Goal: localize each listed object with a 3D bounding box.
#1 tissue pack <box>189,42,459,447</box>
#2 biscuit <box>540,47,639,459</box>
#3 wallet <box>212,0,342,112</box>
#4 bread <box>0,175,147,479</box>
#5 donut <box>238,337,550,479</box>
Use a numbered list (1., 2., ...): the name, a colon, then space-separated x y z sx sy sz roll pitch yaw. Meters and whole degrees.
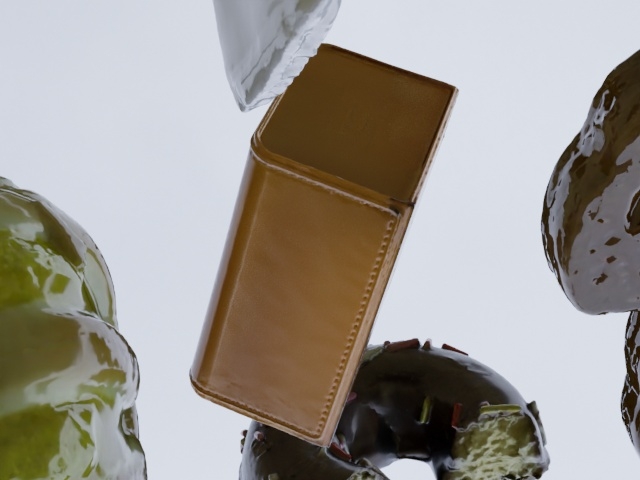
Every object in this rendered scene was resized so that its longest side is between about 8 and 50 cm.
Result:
1. tissue pack: 0.000 0.000 1.308 0.145 0.275 0.194 22 -143 5
2. biscuit: 0.306 -0.005 0.892 0.381 0.358 0.074 -53 -159 26
3. wallet: -0.025 -0.155 0.652 0.031 0.124 0.183 -5 -108 -22
4. bread: -0.186 0.114 0.813 0.160 0.333 0.333 -6 -138 -27
5. donut: 0.063 0.213 1.691 0.345 0.136 0.259 -16 -144 -22
